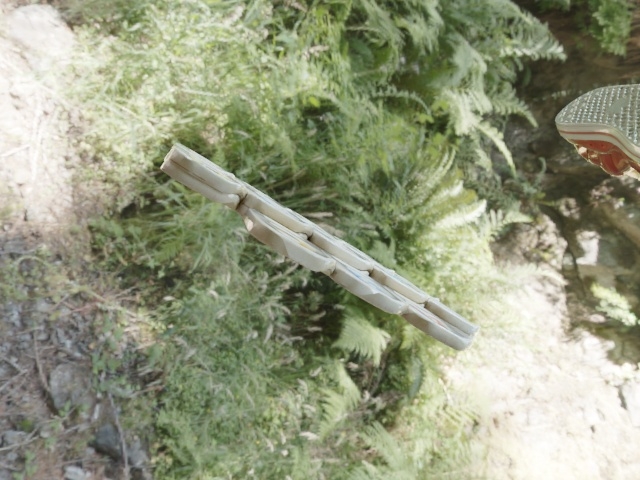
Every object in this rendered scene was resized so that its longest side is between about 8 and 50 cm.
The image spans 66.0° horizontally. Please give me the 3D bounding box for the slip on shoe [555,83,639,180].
[{"bbox_3d":[0.412,-0.122,0.597,0.101,0.123,0.331,48,8,-16],"label":"slip on shoe"}]

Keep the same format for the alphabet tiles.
[{"bbox_3d":[0.000,0.000,0.422,0.021,0.284,0.278,-58,-161,3],"label":"alphabet tiles"}]
